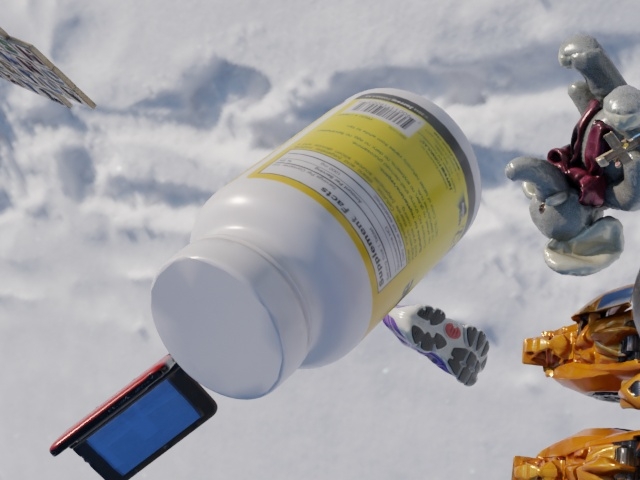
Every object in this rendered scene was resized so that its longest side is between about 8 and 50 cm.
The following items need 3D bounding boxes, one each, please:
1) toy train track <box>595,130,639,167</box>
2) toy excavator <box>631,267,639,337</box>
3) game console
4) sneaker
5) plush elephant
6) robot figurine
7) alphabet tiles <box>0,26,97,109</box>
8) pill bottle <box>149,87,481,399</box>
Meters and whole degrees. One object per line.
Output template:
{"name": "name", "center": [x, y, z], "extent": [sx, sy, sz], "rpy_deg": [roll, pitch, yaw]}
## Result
{"name": "toy train track", "center": [0.307, -0.093, 1.141], "extent": [0.083, 0.014, 0.048], "rpy_deg": [-31, 123, 23]}
{"name": "toy excavator", "center": [0.400, 0.161, 0.518], "extent": [0.222, 0.433, 0.445], "rpy_deg": [-95, -13, -80]}
{"name": "game console", "center": [-0.185, 0.191, 1.193], "extent": [0.085, 0.144, 0.124], "rpy_deg": [52, 179, -2]}
{"name": "sneaker", "center": [0.140, 0.116, 1.405], "extent": [0.170, 0.068, 0.071], "rpy_deg": [38, 165, -36]}
{"name": "plush elephant", "center": [0.406, -0.106, 1.804], "extent": [0.330, 0.255, 0.272], "rpy_deg": [45, -164, -35]}
{"name": "robot figurine", "center": [0.241, 0.116, 0.840], "extent": [0.291, 0.085, 0.211], "rpy_deg": [144, 136, -66]}
{"name": "alphabet tiles", "center": [-0.358, -0.211, 1.311], "extent": [0.237, 0.009, 0.198], "rpy_deg": [25, 167, 35]}
{"name": "pill bottle", "center": [0.000, 0.000, 1.098], "extent": [0.188, 0.334, 0.187], "rpy_deg": [19, 127, 27]}
